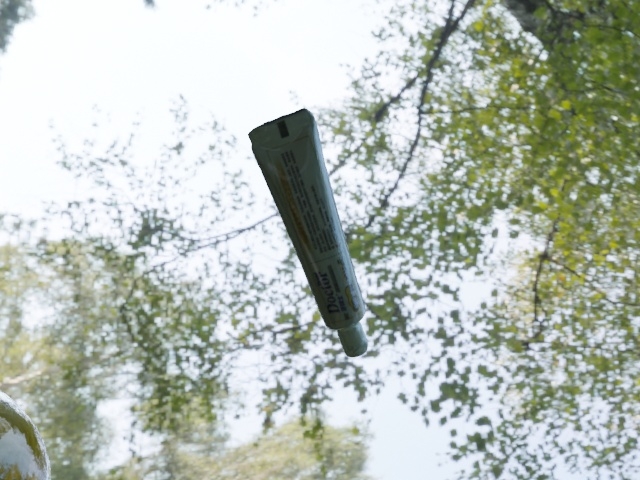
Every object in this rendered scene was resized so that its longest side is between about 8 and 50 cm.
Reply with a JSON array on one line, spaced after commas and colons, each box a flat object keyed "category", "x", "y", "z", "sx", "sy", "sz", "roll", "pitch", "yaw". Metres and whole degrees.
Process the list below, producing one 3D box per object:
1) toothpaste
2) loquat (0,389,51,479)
[{"category": "toothpaste", "x": 0.000, "y": 0.000, "z": 0.779, "sx": 0.037, "sy": 0.067, "sz": 0.255, "roll": -137, "pitch": -154, "yaw": -72}, {"category": "loquat", "x": -0.251, "y": 0.156, "z": 0.501, "sx": 0.152, "sy": 0.195, "sz": 0.152, "roll": -21, "pitch": -144, "yaw": 16}]
